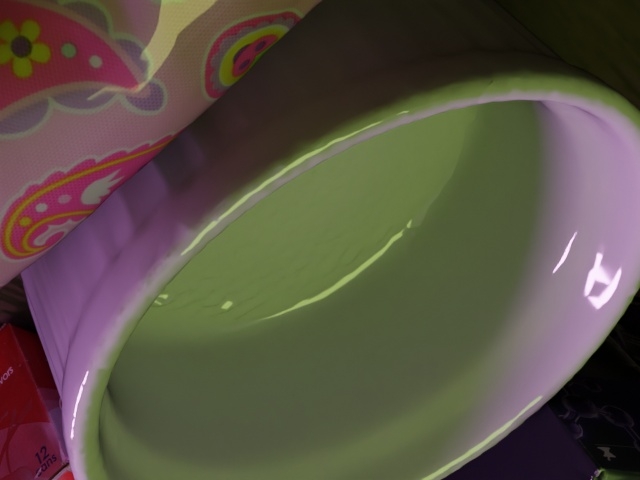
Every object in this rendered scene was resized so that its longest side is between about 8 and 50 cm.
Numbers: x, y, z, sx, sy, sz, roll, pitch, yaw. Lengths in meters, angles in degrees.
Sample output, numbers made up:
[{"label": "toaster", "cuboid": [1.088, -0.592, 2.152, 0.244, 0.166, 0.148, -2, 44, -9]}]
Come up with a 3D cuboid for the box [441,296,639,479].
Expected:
[{"label": "box", "cuboid": [0.199, 0.117, 0.794, 0.261, 0.184, 0.103, 9, 120, -27]}]

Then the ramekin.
[{"label": "ramekin", "cuboid": [0.000, 0.000, 0.620, 0.277, 0.135, 0.277, -20, 142, -17]}]

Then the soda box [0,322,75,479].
[{"label": "soda box", "cuboid": [-0.194, 0.165, 0.695, 0.263, 0.092, 0.083, -44, 142, 14]}]

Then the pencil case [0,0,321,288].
[{"label": "pencil case", "cuboid": [-0.117, -0.057, 0.477, 0.284, 0.124, 0.124, -38, 144, 9]}]

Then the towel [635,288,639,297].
[{"label": "towel", "cuboid": [0.298, 0.058, 0.989, 0.317, 0.053, 0.332, -40, 145, 9]}]
